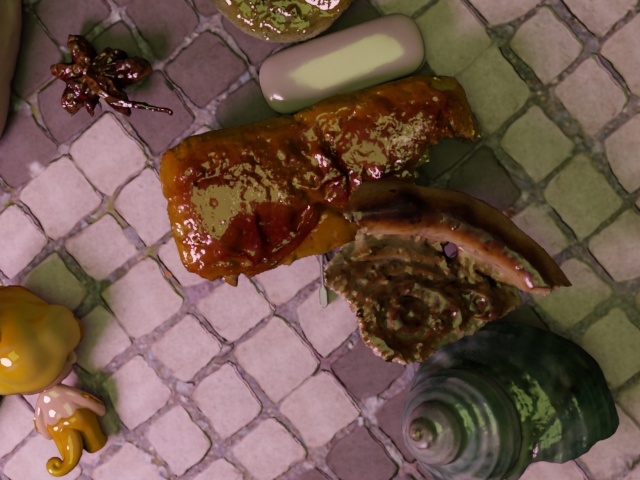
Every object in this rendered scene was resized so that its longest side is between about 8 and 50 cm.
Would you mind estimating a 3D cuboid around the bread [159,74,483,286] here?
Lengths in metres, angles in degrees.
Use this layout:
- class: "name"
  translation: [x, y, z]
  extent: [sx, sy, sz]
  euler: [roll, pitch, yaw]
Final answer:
- class: "bread"
  translation: [0.006, -0.071, 1.401]
  extent: [0.380, 0.109, 0.185]
  euler: [-16, 90, 2]

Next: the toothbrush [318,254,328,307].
- class: "toothbrush"
  translation: [0.000, 0.000, 1.463]
  extent: [0.011, 0.014, 0.167]
  euler: [-3, 91, 6]

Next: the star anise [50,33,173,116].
- class: "star anise"
  translation: [-0.253, -0.188, 1.451]
  extent: [0.190, 0.070, 0.097]
  euler: [20, 85, 18]

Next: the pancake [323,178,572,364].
- class: "pancake"
  translation: [0.129, 0.014, 1.338]
  extent: [0.257, 0.056, 0.212]
  euler: [-24, 89, -12]

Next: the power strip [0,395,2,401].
- class: "power strip"
  translation: [-0.507, 0.273, 1.518]
  extent: [0.105, 0.070, 0.257]
  euler: [29, 96, 4]

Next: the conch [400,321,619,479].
- class: "conch"
  translation: [0.195, 0.195, 1.363]
  extent: [0.220, 0.277, 0.195]
  euler: [37, 119, 41]

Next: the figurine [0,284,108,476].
- class: "figurine"
  translation: [-0.350, 0.165, 1.471]
  extent: [0.156, 0.131, 0.246]
  euler: [-29, 104, 6]

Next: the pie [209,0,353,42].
- class: "pie"
  translation: [-0.045, -0.368, 1.383]
  extent: [0.277, 0.078, 0.277]
  euler: [6, 114, 14]

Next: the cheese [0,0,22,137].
- class: "cheese"
  translation: [-0.481, -0.193, 1.418]
  extent: [0.173, 0.251, 0.248]
  euler: [13, 111, 7]

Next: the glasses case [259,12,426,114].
- class: "glasses case"
  translation: [0.026, -0.211, 1.425]
  extent: [0.204, 0.051, 0.081]
  euler: [-16, 93, 9]
